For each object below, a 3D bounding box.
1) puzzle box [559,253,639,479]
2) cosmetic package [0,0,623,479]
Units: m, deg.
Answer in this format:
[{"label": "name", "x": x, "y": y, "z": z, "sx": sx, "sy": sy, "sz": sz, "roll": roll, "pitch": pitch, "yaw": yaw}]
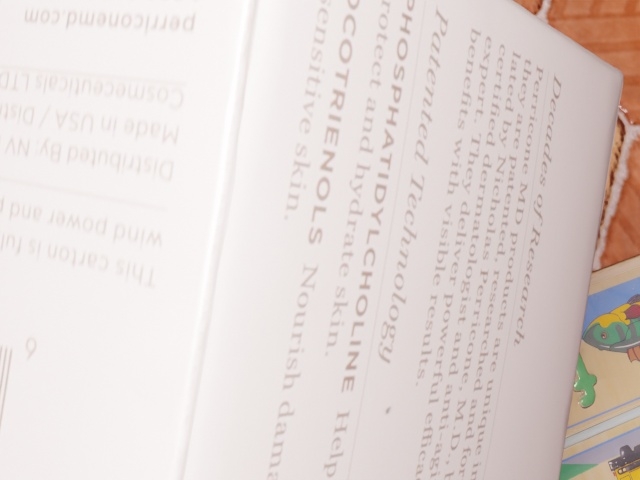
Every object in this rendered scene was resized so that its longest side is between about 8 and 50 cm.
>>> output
[{"label": "puzzle box", "x": 0.274, "y": 0.164, "z": 0.933, "sx": 0.409, "sy": 0.052, "sz": 0.272, "roll": -19, "pitch": 85, "yaw": -19}, {"label": "cosmetic package", "x": -0.063, "y": 0.014, "z": 0.587, "sx": 0.393, "sy": 0.329, "sz": 0.327, "roll": 6, "pitch": 93, "yaw": -57}]
